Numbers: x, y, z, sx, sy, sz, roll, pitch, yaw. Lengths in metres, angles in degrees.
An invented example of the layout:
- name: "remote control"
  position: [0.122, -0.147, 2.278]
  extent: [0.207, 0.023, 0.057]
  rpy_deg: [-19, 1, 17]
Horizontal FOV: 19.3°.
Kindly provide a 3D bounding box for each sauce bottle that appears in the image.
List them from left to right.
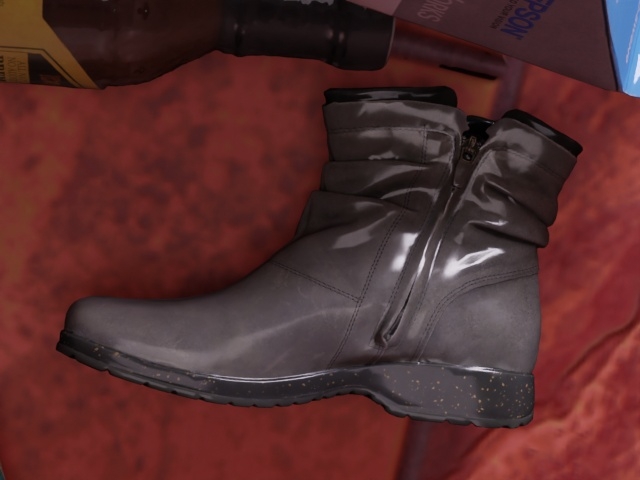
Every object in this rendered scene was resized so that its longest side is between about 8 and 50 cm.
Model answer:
- name: "sauce bottle"
  position: [-0.137, -0.125, 0.862]
  extent: [0.344, 0.111, 0.111]
  rpy_deg: [5, 99, -4]

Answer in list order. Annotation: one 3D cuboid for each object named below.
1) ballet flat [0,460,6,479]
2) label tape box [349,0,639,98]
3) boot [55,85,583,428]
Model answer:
- name: "ballet flat"
  position: [-0.209, 0.056, 0.905]
  extent: [0.077, 0.091, 0.241]
  rpy_deg: [-7, 97, 19]
- name: "label tape box"
  position: [0.080, -0.215, 0.822]
  extent: [0.333, 0.106, 0.241]
  rpy_deg: [18, 72, -7]
- name: "boot"
  position: [0.000, 0.000, 0.919]
  extent: [0.246, 0.083, 0.161]
  rpy_deg: [6, 92, -11]
